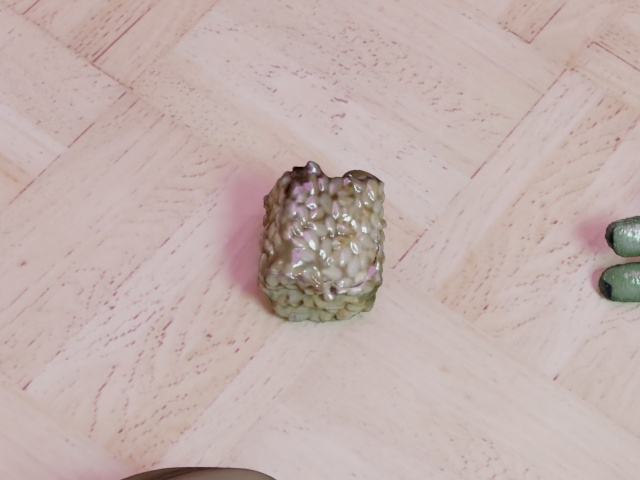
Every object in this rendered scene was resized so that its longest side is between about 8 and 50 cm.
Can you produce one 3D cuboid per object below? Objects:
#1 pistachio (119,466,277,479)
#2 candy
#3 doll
[{"bbox_3d":[-0.113,0.247,1.208,0.197,0.166,0.288,35,60,20],"label":"pistachio"},{"bbox_3d":[0.000,0.000,1.434,0.095,0.085,0.110,4,67,-14],"label":"candy"},{"bbox_3d":[0.284,0.013,1.476,0.150,0.077,0.115,5,102,0],"label":"doll"}]
